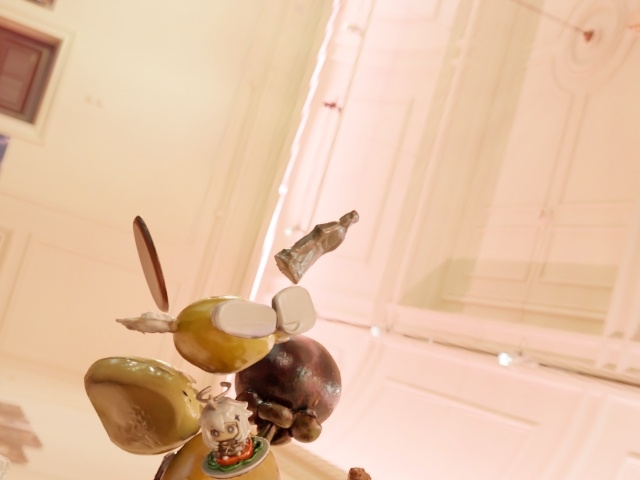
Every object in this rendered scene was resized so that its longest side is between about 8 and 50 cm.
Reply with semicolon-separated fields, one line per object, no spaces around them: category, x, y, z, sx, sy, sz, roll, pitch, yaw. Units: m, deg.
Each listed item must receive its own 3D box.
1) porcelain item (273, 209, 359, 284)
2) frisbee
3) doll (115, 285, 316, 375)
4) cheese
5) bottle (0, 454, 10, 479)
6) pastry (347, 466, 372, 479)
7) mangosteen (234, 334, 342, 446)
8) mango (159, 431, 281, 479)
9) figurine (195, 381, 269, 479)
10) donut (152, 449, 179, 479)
porcelain item;0.000;0.000;2.062;0.216;0.081;0.069;-39;-144;-16
frisbee;-0.417;0.060;2.301;0.251;0.021;0.250;162;-90;-73
doll;-0.194;0.178;1.888;0.423;0.348;0.161;-10;-110;31
cheese;-0.395;0.383;2.179;0.316;0.259;0.128;-9;-155;32
bottle;-0.593;0.316;1.394;0.104;0.245;0.104;-53;-165;20
pastry;0.102;0.633;2.311;0.169;0.063;0.087;-96;-165;-45
mangosteen;-0.100;0.425;2.606;0.307;0.307;0.347;-48;-163;44
mango;-0.231;0.578;2.025;0.445;0.232;0.300;-50;132;-65
figurine;-0.170;0.325;1.663;0.132;0.132;0.153;-152;-137;-68
donut;-0.387;0.629;2.381;0.230;0.096;0.216;112;0;-60
